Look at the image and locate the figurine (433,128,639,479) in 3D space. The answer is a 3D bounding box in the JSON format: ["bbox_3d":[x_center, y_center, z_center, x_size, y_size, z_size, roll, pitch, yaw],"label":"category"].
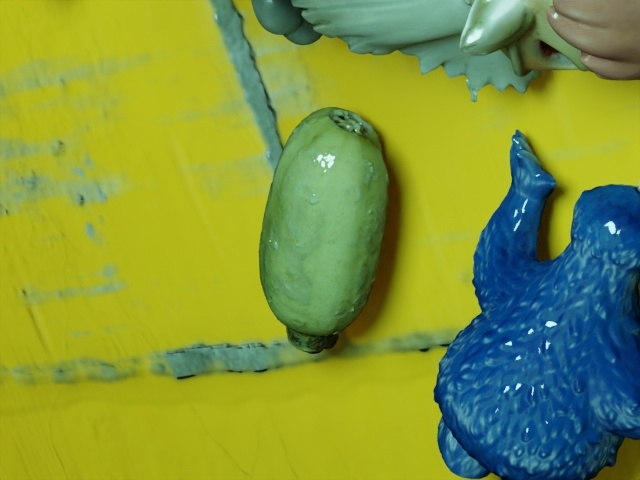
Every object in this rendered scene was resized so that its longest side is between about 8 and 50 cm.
[{"bbox_3d":[0.142,0.068,1.169,0.164,0.121,0.262,27,124,30],"label":"figurine"}]

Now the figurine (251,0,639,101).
[{"bbox_3d":[0.125,-0.152,1.045,0.387,0.166,0.207,9,133,39],"label":"figurine"}]

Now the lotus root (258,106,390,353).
[{"bbox_3d":[-0.001,0.000,1.270,0.077,0.090,0.183,5,124,-9],"label":"lotus root"}]
